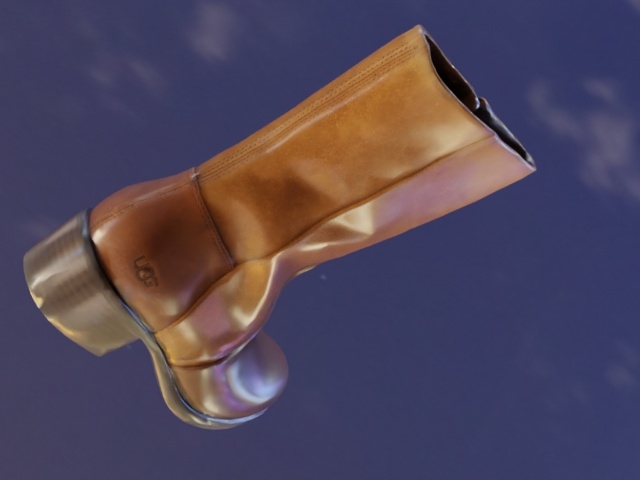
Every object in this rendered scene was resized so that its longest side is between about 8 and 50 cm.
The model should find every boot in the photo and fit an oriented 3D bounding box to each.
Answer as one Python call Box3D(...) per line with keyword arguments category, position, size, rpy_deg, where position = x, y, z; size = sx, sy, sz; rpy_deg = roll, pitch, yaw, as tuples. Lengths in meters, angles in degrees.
Box3D(category="boot", position=(0.000, 0.000, 0.824), size=(0.280, 0.096, 0.264), rpy_deg=(-28, -41, 13))
